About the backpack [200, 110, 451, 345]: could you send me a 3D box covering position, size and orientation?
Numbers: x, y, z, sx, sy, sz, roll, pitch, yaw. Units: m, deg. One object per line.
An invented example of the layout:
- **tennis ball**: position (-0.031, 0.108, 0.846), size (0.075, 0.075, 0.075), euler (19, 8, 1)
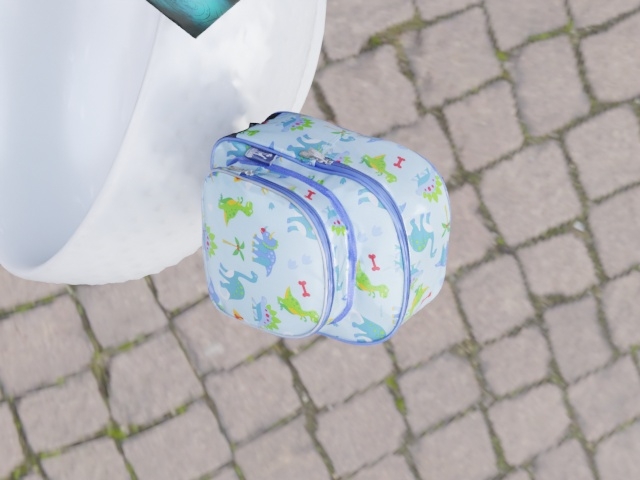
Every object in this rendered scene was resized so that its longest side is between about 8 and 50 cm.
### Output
- **backpack**: position (0.000, 0.000, 0.700), size (0.084, 0.114, 0.105), euler (-36, 134, -49)

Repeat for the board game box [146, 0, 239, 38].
- **board game box**: position (-0.101, -0.168, 0.606), size (0.186, 0.126, 0.026), euler (36, 69, -14)

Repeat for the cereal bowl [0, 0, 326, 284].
- **cereal bowl**: position (-0.097, -0.135, 0.875), size (0.141, 0.339, 0.338), euler (9, 102, -31)
